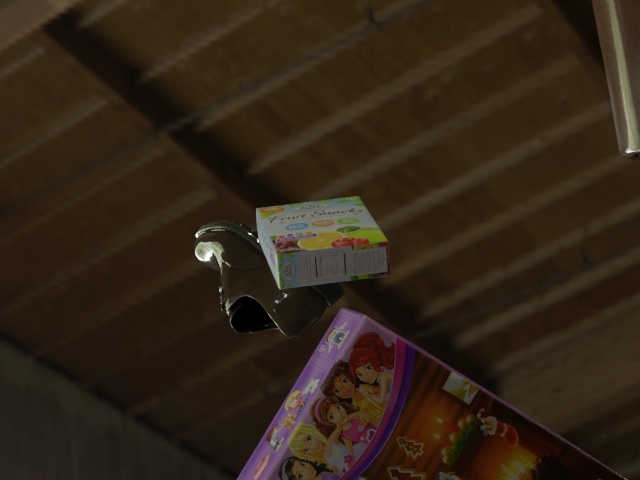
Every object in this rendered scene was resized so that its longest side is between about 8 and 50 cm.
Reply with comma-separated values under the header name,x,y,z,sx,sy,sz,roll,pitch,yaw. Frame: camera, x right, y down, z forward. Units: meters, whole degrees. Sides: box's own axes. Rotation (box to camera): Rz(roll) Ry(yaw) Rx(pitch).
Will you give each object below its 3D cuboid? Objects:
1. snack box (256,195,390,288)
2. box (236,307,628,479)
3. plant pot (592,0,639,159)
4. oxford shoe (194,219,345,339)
name,x,y,z,sx,sy,sz,roll,pitch,yaw
snack box,0.000,0.000,1.432,0.100,0.141,0.037,-6,-72,-8
box,0.024,0.214,0.903,0.201,0.293,0.057,32,-5,-13
plant pot,0.251,-0.140,1.034,0.167,0.165,0.167,-5,-3,0
oxford shoe,-0.078,0.041,1.628,0.096,0.227,0.083,-52,-56,-9
